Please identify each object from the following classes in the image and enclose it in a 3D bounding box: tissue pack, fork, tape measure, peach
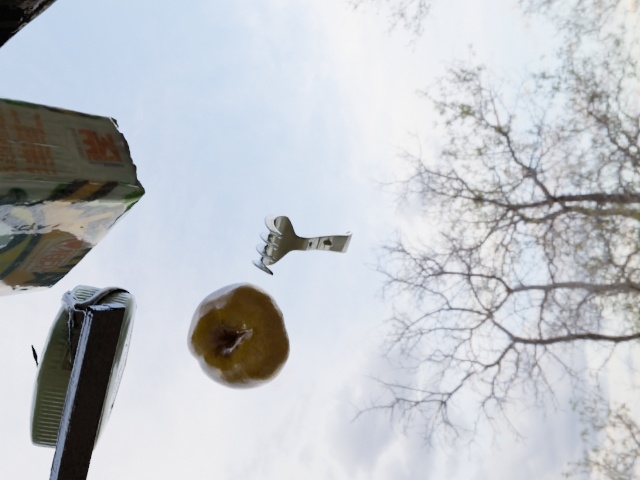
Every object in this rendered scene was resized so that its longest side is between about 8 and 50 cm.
[{"bbox_3d":[-0.357,-0.030,0.474,0.311,0.228,0.127,-4,-117,-54],"label":"tissue pack"},{"bbox_3d":[-0.006,-0.001,0.388,0.219,0.029,0.034,-9,-70,-75],"label":"fork"},{"bbox_3d":[-0.330,0.149,0.740,0.115,0.235,0.207,11,-64,-14],"label":"tape measure"},{"bbox_3d":[-0.135,0.160,0.865,0.103,0.179,0.179,15,-103,-71],"label":"peach"}]

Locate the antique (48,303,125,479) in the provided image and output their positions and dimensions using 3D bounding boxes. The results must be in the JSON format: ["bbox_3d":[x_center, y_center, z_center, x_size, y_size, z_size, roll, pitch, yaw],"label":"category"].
[{"bbox_3d":[-0.205,0.147,0.453,0.031,0.015,0.191,9,-84,-52],"label":"antique"}]

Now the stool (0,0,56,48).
[{"bbox_3d":[-0.337,-0.265,0.426,0.141,0.232,0.232,45,-139,17],"label":"stool"}]
